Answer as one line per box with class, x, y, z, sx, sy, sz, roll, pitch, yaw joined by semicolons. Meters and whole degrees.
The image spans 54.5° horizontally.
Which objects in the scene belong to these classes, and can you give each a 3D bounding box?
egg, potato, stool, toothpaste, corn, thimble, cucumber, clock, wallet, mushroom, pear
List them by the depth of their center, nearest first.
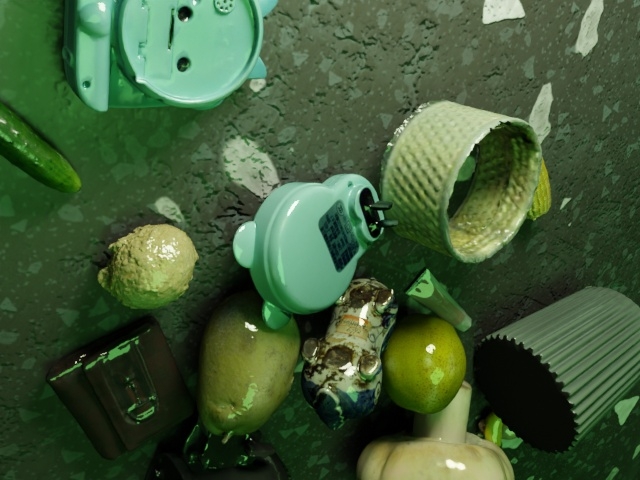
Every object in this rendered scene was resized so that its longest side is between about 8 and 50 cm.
cucumber;-0.387;-0.132;0.754;0.056;0.056;0.250;-47;131;-2
clock;-0.176;-0.272;0.785;0.274;0.094;0.223;-4;118;-29
egg;-0.246;0.039;0.905;0.140;0.118;0.116;-41;173;-19
wallet;-0.314;0.250;1.015;0.182;0.049;0.229;-28;129;-20
potato;-0.124;0.208;1.022;0.174;0.159;0.251;25;63;-25
thimble;0.245;-0.102;1.083;0.271;0.150;0.270;-20;122;-35
pear;0.198;0.245;1.248;0.198;0.198;0.198;-15;122;-25
corn;0.427;-0.114;1.273;0.085;0.063;0.165;-45;132;-16
toothpaste;0.256;0.134;1.320;0.067;0.043;0.194;-48;124;2
mushroom;0.268;0.494;1.337;0.354;0.325;0.352;-10;117;-19
stool;0.584;0.286;1.458;0.330;0.297;0.297;-24;126;-25

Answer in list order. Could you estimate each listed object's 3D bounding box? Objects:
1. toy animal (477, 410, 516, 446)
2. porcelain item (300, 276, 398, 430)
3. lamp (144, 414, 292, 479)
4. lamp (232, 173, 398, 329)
toy animal;0.463;0.478;1.621;0.114;0.082;0.091;-21;93;-6
porcelain item;0.057;0.201;1.117;0.186;0.138;0.288;85;20;-45
lamp;-0.184;0.491;1.122;0.272;0.205;0.373;31;85;-36
lamp;-0.008;-0.002;1.002;0.284;0.147;0.209;-32;121;-20
